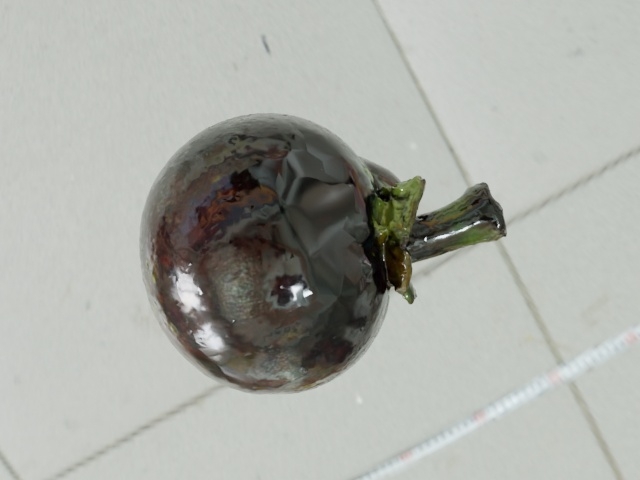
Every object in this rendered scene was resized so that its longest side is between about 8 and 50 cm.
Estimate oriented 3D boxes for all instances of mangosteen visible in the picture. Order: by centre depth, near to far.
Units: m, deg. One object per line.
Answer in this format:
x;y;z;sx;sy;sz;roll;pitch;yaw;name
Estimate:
0.000;0.000;1.194;0.289;0.231;0.231;-15;114;13;mangosteen
